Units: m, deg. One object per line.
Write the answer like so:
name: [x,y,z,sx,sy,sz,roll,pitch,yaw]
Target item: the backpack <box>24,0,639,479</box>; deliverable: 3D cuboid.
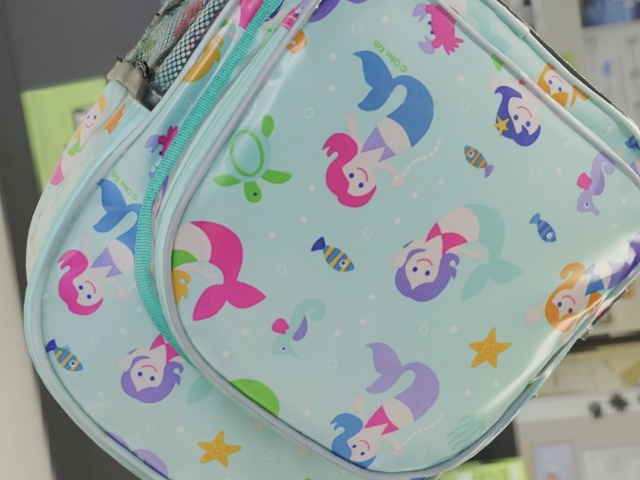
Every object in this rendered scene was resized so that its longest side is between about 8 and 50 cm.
backpack: [0.000,0.000,0.605,0.225,0.253,0.191,40,6,-19]
